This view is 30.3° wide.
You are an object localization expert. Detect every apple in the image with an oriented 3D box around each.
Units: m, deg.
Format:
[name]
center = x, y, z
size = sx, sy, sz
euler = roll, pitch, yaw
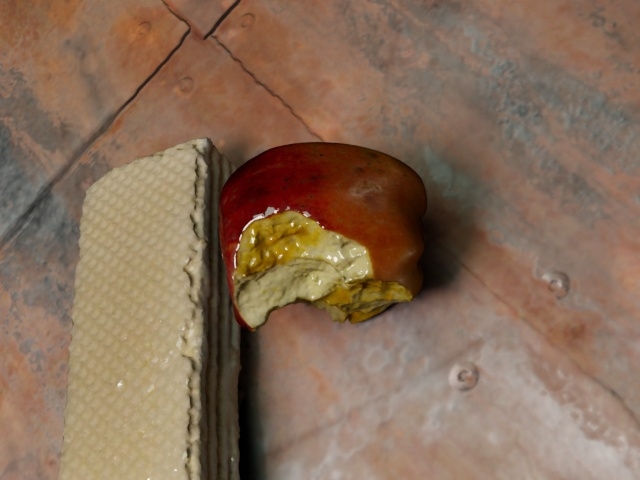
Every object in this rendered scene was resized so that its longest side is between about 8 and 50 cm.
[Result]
[apple]
center = 0.002, -0.006, 0.900
size = 0.158, 0.156, 0.147
euler = -9, 57, -4

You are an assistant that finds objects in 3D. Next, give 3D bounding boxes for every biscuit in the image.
[biscuit]
center = -0.131, 0.109, 0.946
size = 0.144, 0.078, 0.426
euler = -19, 52, 22
